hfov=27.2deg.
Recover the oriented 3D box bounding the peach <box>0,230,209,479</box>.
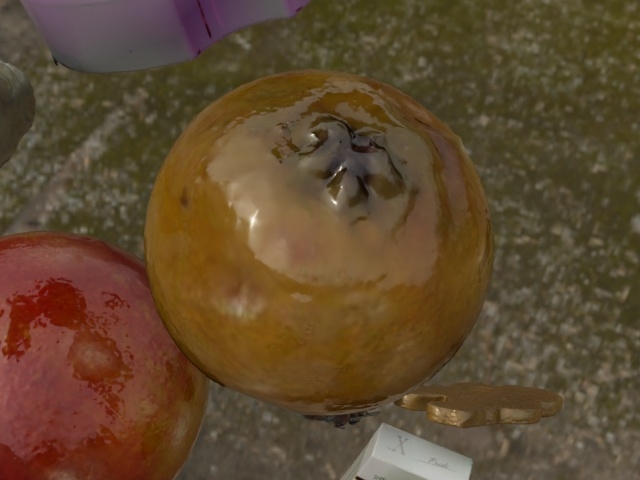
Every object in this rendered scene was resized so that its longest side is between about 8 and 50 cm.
[{"bbox_3d":[-0.334,0.161,1.564,0.388,0.388,0.388,7,39,-6],"label":"peach"}]

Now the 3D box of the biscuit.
[{"bbox_3d":[0.210,0.211,1.704,0.236,0.040,0.144,5,12,-34],"label":"biscuit"}]

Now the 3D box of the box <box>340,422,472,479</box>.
[{"bbox_3d":[0.064,0.215,1.132,0.084,0.154,0.040,25,55,-2],"label":"box"}]

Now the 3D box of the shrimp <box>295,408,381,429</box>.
[{"bbox_3d":[0.051,0.178,1.638,0.079,0.090,0.233,2,10,44],"label":"shrimp"}]

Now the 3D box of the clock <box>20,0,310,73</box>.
[{"bbox_3d":[-0.144,-0.304,1.277,0.338,0.102,0.338,-10,45,11],"label":"clock"}]

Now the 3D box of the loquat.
[{"bbox_3d":[0.000,0.000,1.194,0.328,0.328,0.328,7,39,-6],"label":"loquat"}]

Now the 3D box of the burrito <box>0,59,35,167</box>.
[{"bbox_3d":[-0.352,-0.096,1.186,0.105,0.143,0.299,-2,15,8],"label":"burrito"}]
